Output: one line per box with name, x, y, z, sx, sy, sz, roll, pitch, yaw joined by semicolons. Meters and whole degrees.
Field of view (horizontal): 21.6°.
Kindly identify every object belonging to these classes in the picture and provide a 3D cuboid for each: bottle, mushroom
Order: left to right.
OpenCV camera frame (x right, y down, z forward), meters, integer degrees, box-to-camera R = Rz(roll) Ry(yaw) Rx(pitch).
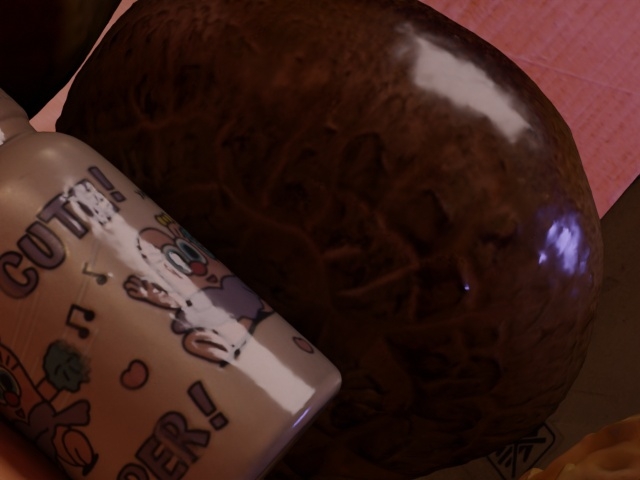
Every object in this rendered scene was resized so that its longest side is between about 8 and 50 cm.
bottle;-0.101;0.019;0.617;0.209;0.097;0.110;41;19;5
mushroom;0.000;0.000;0.719;0.253;0.253;0.153;41;44;-7

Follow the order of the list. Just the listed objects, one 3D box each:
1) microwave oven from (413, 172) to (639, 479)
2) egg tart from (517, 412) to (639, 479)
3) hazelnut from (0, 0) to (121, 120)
microwave oven;0.288;0.164;0.861;0.247;0.333;0.394;29;15;-42
egg tart;0.157;0.171;0.525;0.290;0.290;0.115;39;39;-23
hazelnut;-0.192;-0.143;0.760;0.229;0.229;0.229;41;7;-6
